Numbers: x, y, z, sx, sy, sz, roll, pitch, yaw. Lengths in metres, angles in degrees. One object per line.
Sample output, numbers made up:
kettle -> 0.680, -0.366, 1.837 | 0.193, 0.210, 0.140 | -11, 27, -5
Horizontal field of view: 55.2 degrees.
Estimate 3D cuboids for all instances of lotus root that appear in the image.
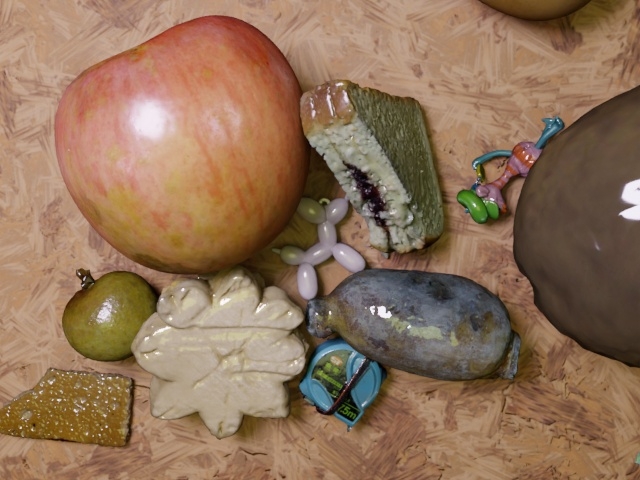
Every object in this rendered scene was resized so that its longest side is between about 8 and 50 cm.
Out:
lotus root -> 0.149, 0.124, 0.978 | 0.350, 0.175, 0.175 | 12, 94, 3

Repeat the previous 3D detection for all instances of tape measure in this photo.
tape measure -> 0.036, 0.232, 1.038 | 0.125, 0.081, 0.146 | 35, 94, -3

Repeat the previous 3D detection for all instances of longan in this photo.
longan -> 0.494, -0.025, 0.840 | 0.436, 0.404, 0.404 | -26, 93, 8
longan -> -0.349, 0.118, 1.012 | 0.155, 0.145, 0.176 | -46, 109, -29

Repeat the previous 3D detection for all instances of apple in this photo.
apple -> -0.186, -0.125, 0.893 | 0.364, 0.364, 0.363 | 0, 94, 3

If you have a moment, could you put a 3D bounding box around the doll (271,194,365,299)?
doll -> 0.000, 0.000, 1.035 | 0.161, 0.059, 0.160 | -31, 93, 5

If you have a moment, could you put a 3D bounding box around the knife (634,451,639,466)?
knife -> 0.605, 0.323, 1.050 | 0.078, 0.022, 0.166 | 19, 96, -4

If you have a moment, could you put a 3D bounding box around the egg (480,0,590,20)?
egg -> 0.292, -0.474, 0.893 | 0.250, 0.250, 0.322 | -36, 99, 4

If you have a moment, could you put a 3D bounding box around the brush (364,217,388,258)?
brush -> 0.056, -0.106, 1.040 | 0.042, 0.039, 0.299 | -20, 96, 7

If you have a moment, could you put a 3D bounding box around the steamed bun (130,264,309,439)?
steamed bun -> -0.161, 0.177, 1.005 | 0.295, 0.137, 0.292 | 40, 97, -21

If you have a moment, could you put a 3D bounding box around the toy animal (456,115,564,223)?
toy animal -> 0.311, -0.121, 1.002 | 0.208, 0.100, 0.103 | -44, 69, 13

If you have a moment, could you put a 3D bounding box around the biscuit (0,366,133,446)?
biscuit -> -0.454, 0.293, 1.091 | 0.237, 0.026, 0.131 | 5, 93, 3

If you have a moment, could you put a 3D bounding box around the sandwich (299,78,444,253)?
sandwich -> 0.090, -0.100, 0.916 | 0.100, 0.288, 0.254 | -6, 91, 29
